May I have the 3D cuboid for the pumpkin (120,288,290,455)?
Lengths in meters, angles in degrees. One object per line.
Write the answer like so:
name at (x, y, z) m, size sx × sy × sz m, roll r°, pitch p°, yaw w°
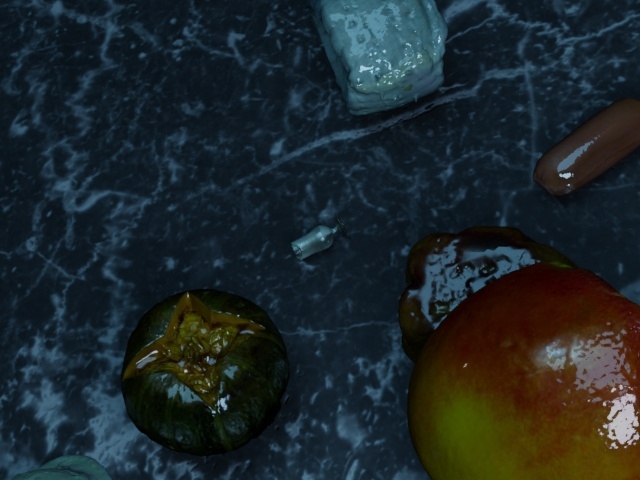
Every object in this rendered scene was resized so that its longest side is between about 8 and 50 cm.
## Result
pumpkin at (-0.154, 0.181, 2.016) m, size 0.238 × 0.159 × 0.238 m, roll -3°, pitch 57°, yaw 4°

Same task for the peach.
peach at (0.286, 0.197, 1.730) m, size 0.380 × 0.242 × 0.306 m, roll -36°, pitch 48°, yaw 20°

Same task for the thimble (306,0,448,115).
thimble at (0.090, -0.300, 2.210) m, size 0.172 × 0.205 × 0.250 m, roll -21°, pitch 37°, yaw -1°

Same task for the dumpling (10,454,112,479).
dumpling at (-0.361, 0.346, 2.013) m, size 0.216 × 0.105 × 0.149 m, roll -6°, pitch 63°, yaw 21°

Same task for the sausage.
sausage at (0.382, -0.131, 2.076) m, size 0.194 × 0.077 × 0.077 m, roll -37°, pitch 54°, yaw -5°

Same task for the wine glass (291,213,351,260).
wine glass at (0.000, 0.000, 2.153) m, size 0.083 × 0.042 × 0.039 m, roll -30°, pitch 16°, yaw 3°

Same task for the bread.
bread at (0.220, 0.088, 1.956) m, size 0.246 × 0.135 × 0.232 m, roll -1°, pitch 71°, yaw 16°
